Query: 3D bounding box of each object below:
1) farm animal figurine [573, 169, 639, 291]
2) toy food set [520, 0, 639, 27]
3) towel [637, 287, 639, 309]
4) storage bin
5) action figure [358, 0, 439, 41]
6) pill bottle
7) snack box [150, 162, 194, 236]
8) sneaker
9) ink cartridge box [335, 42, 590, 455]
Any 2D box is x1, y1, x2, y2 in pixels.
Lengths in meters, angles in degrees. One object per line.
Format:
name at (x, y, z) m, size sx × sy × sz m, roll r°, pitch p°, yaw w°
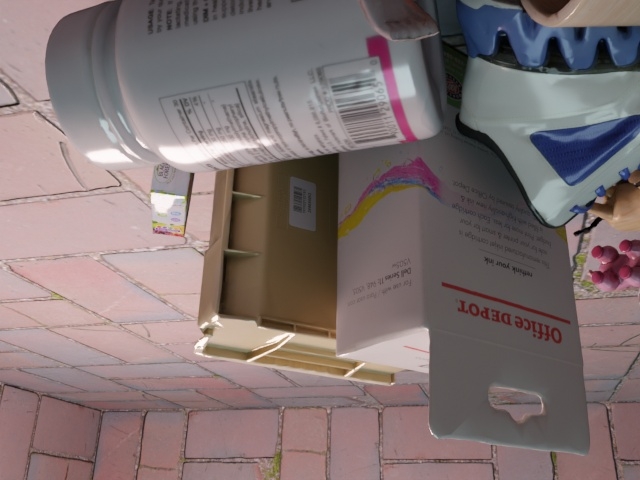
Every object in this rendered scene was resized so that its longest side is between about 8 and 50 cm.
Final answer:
farm animal figurine at (0.462, -0.021, 0.694) m, size 0.172 × 0.330 × 0.326 m, roll 16°, pitch 125°, yaw -25°
toy food set at (0.260, -0.222, 0.312) m, size 0.220 × 0.092 × 0.306 m, roll -4°, pitch 157°, yaw -11°
towel at (0.518, 0.120, 0.925) m, size 0.121 × 0.283 × 0.235 m, roll -6°, pitch 155°, yaw 20°
storage bin at (0.000, 0.000, 0.706) m, size 0.260 × 0.262 × 0.123 m, roll 14°, pitch 153°, yaw -27°
action figure at (0.020, -0.236, 0.220) m, size 0.178 × 0.341 × 0.330 m, roll 40°, pitch 163°, yaw 27°
pill bottle at (-0.054, -0.139, 0.513) m, size 0.283 × 0.160 × 0.160 m, roll -6°, pitch 156°, yaw 18°
snack box at (-0.144, -0.087, 0.664) m, size 0.037 × 0.141 × 0.100 m, roll 7°, pitch 157°, yaw -9°
sneaker at (0.250, -0.100, 0.534) m, size 0.316 × 0.127 × 0.182 m, roll 12°, pitch 129°, yaw 6°
ink cartridge box at (0.125, 0.013, 0.610) m, size 0.207 × 0.353 × 0.119 m, roll 18°, pitch 152°, yaw -32°
